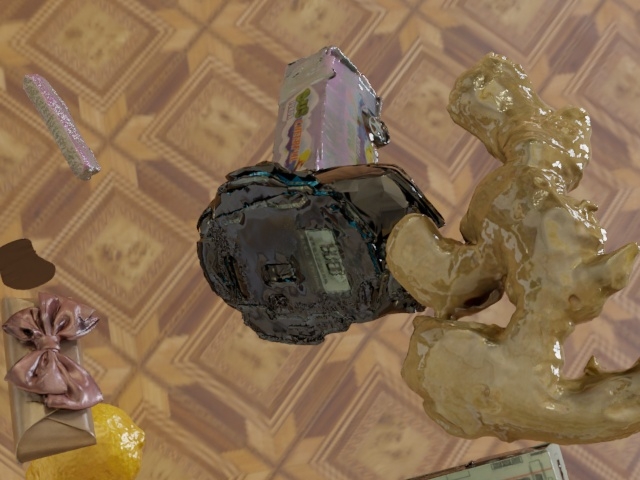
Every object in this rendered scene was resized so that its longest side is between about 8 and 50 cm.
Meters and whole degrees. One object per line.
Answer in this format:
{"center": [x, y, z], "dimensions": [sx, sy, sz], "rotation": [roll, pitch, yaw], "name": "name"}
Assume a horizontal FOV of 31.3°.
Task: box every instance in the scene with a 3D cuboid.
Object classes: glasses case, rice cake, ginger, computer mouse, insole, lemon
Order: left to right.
{"center": [-0.449, 0.039, 1.725], "dimensions": [0.080, 0.232, 0.003], "rotation": [-26, 75, -9], "name": "insole"}
{"center": [-0.269, 0.121, 1.155], "dimensions": [0.102, 0.070, 0.194], "rotation": [-13, 50, -7], "name": "glasses case"}
{"center": [-0.408, -0.180, 1.790], "dimensions": [0.036, 0.047, 0.207], "rotation": [-37, 70, 11], "name": "rice cake"}
{"center": [-0.336, 0.308, 1.627], "dimensions": [0.187, 0.142, 0.142], "rotation": [-28, 80, 2], "name": "lemon"}
{"center": [0.000, 0.000, 0.872], "dimensions": [0.077, 0.241, 0.147], "rotation": [-34, 114, -44], "name": "computer mouse"}
{"center": [0.097, -0.001, 0.622], "dimensions": [0.149, 0.065, 0.259], "rotation": [-23, 52, 10], "name": "ginger"}

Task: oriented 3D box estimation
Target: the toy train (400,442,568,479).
{"center": [0.166, 0.392, 1.710], "dimensions": [0.406, 0.086, 0.088], "rotation": [-19, 84, 20], "name": "toy train"}

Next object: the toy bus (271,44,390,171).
{"center": [0.005, -0.100, 1.342], "dimensions": [0.112, 0.138, 0.317], "rotation": [-22, 37, 20], "name": "toy bus"}
